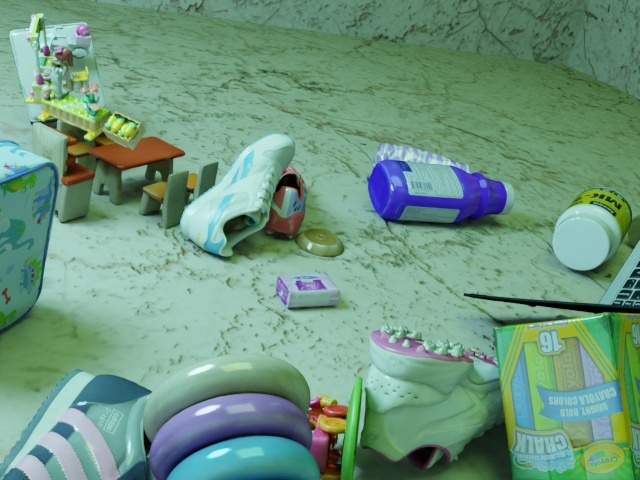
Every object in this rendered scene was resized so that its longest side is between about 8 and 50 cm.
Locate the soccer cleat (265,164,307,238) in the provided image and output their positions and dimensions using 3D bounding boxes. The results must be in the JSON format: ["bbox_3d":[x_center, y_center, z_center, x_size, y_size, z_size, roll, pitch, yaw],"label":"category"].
[{"bbox_3d":[-0.057,-0.094,1.314,0.083,0.095,0.248,13,27,-7],"label":"soccer cleat"}]

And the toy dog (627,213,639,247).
[{"bbox_3d":[0.785,-0.005,1.475,0.333,0.161,0.220,27,29,26],"label":"toy dog"}]

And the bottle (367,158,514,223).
[{"bbox_3d":[0.235,-0.090,1.447,0.282,0.092,0.118,2,44,-22],"label":"bottle"}]

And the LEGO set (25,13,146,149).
[{"bbox_3d":[-0.363,-0.244,1.107,0.132,0.107,0.287,-17,49,-27],"label":"LEGO set"}]

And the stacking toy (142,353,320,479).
[{"bbox_3d":[-0.045,0.253,0.542,0.141,0.141,0.330,2,48,-22],"label":"stacking toy"}]

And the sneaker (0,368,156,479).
[{"bbox_3d":[-0.188,0.215,0.605,0.131,0.112,0.319,12,27,-1],"label":"sneaker"}]

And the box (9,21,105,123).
[{"bbox_3d":[-0.467,-0.289,1.342,0.126,0.149,0.232,-14,12,-19],"label":"box"}]

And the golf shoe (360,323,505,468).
[{"bbox_3d":[0.146,0.184,0.854,0.306,0.140,0.115,19,-4,-44],"label":"golf shoe"}]

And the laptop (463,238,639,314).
[{"bbox_3d":[0.486,0.005,1.041,0.236,0.408,0.382,45,-18,-18],"label":"laptop"}]

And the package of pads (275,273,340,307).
[{"bbox_3d":[-0.018,0.071,1.073,0.083,0.032,0.050,-1,28,-27],"label":"package of pads"}]

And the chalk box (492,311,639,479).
[{"bbox_3d":[0.281,0.188,0.794,0.132,0.213,0.132,-15,-13,40],"label":"chalk box"}]

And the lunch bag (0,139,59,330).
[{"bbox_3d":[-0.369,0.007,0.816,0.090,0.219,0.176,27,29,12],"label":"lunch bag"}]

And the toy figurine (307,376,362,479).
[{"bbox_3d":[-0.041,0.187,0.757,0.159,0.130,0.173,6,6,5],"label":"toy figurine"}]

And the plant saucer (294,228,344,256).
[{"bbox_3d":[0.000,0.000,1.246,0.083,0.015,0.083,11,25,-6],"label":"plant saucer"}]

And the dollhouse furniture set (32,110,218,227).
[{"bbox_3d":[-0.331,-0.131,1.209,0.262,0.135,0.259,26,28,24],"label":"dollhouse furniture set"}]

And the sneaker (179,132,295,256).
[{"bbox_3d":[-0.108,-0.070,1.173,0.092,0.087,0.229,32,71,26],"label":"sneaker"}]

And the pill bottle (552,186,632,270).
[{"bbox_3d":[0.510,-0.022,1.423,0.119,0.119,0.208,24,27,21],"label":"pill bottle"}]

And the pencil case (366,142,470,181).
[{"bbox_3d":[0.204,-0.141,1.550,0.206,0.086,0.088,11,18,-5],"label":"pencil case"}]
